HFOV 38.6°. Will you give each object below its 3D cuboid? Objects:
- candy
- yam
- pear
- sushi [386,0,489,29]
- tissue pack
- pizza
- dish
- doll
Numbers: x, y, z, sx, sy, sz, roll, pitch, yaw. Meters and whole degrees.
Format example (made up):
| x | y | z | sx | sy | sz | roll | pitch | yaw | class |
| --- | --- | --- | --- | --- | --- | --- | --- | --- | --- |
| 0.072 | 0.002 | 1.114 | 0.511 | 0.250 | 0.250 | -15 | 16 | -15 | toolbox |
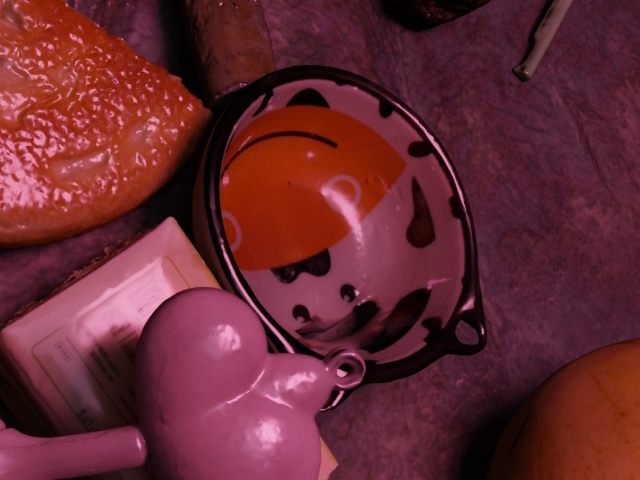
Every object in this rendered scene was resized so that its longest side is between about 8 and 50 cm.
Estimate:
| x | y | z | sx | sy | sz | roll | pitch | yaw | class |
| --- | --- | --- | --- | --- | --- | --- | --- | --- | --- |
| 0.344 | -0.365 | 1.149 | 0.119 | 0.119 | 0.440 | 38 | 66 | -18 | candy |
| -0.085 | -0.199 | 0.814 | 0.078 | 0.078 | 0.179 | -4 | 68 | -33 | yam |
| 0.291 | 0.247 | 0.819 | 0.309 | 0.309 | 0.310 | 10 | 72 | -30 | pear |
| 0.135 | -0.343 | 0.982 | 0.136 | 0.126 | 0.225 | 15 | 67 | -28 | sushi |
| -0.123 | 0.123 | 0.681 | 0.159 | 0.125 | 0.234 | -38 | 99 | -31 | tissue pack |
| -0.229 | -0.110 | 0.704 | 0.289 | 0.081 | 0.229 | -27 | 100 | -38 | pizza |
| 0.000 | 0.000 | 0.795 | 0.303 | 0.120 | 0.303 | 12 | 67 | -31 | dish |
| -0.148 | 0.125 | 0.550 | 0.365 | 0.094 | 0.160 | -14 | 92 | -6 | doll |
